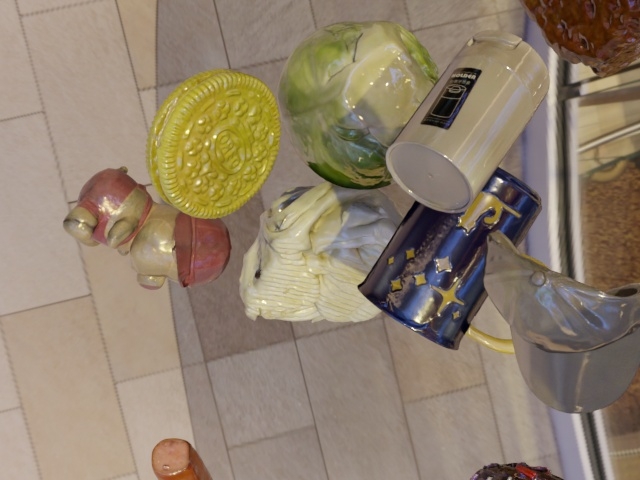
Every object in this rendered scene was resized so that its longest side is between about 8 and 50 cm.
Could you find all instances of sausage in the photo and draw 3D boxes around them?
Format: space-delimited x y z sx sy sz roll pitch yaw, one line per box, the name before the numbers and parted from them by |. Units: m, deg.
sausage | -0.125 0.229 0.789 0.039 0.131 0.041 -10 51 2

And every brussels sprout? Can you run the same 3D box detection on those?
brussels sprout | 0.074 -0.231 1.418 0.282 0.355 0.289 -16 92 -5

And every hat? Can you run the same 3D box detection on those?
hat | 0.205 0.091 0.747 0.144 0.166 0.173 -12 115 -48

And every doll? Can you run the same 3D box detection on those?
doll | -0.268 -0.005 1.325 0.256 0.196 0.152 22 114 -8

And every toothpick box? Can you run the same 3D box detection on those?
toothpick box | 0.162 -0.130 0.907 0.111 0.111 0.180 40 66 -7

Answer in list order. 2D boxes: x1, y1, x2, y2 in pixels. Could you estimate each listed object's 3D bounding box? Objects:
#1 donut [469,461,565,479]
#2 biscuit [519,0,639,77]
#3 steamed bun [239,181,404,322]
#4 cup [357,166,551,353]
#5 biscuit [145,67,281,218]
donut | 0.346 0.462 1.333 0.270 0.270 0.103 40 52 -7
biscuit | 0.473 -0.472 1.317 0.166 0.395 0.342 -24 82 -25
steamed bun | 0.000 0.000 1.686 0.394 0.237 0.346 -19 136 19
cup | 0.227 0.028 1.238 0.255 0.178 0.256 31 96 -20
biscuit | -0.056 -0.052 0.455 0.023 0.084 0.084 30 90 36
